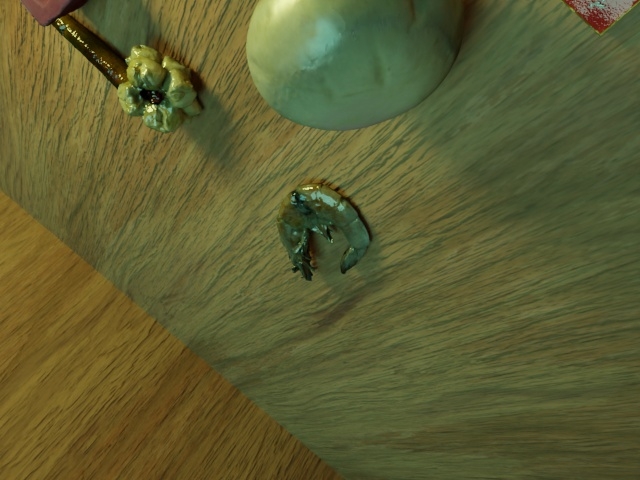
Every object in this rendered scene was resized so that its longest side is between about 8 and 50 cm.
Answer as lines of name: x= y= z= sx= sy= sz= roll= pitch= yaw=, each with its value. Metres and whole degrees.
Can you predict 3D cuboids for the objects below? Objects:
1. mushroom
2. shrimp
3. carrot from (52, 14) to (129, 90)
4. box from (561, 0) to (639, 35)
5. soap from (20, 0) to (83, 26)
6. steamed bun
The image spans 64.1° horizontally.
mushroom: x=0.018 y=-0.295 z=0.744 sx=0.356 sy=0.315 sz=0.315 roll=21 pitch=143 yaw=4
shrimp: x=0.000 y=0.000 z=1.297 sx=0.247 sy=0.085 sz=0.360 roll=22 pitch=139 yaw=10
carrot: x=-0.561 y=-0.473 z=1.250 sx=0.314 sy=0.066 sz=0.066 roll=44 pitch=145 yaw=-4
box: x=0.372 y=-0.333 z=0.630 sx=0.090 sy=0.023 sz=0.133 roll=42 pitch=144 yaw=-4
soap: x=-0.603 y=-0.649 z=1.022 sx=0.233 sy=0.128 sz=0.359 roll=-4 pitch=129 yaw=44
steamed bun: x=-0.368 y=-0.329 z=1.173 sx=0.192 sy=0.106 sz=0.177 roll=23 pitch=145 yaw=-19
